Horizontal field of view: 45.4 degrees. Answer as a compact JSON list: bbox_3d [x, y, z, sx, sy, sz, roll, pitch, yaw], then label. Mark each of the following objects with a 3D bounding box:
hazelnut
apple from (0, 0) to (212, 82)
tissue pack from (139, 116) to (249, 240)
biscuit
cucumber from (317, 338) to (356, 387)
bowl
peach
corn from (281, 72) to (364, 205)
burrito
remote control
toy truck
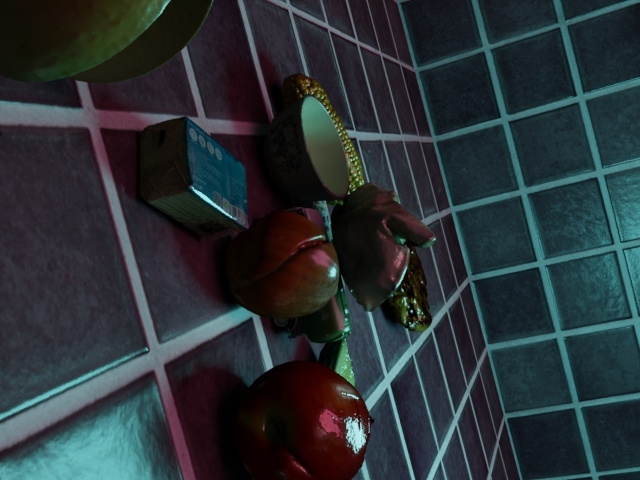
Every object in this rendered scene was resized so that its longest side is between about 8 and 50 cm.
[{"bbox_3d":[-0.060,0.046,1.193,0.182,0.182,0.182,-14,90,-71],"label":"hazelnut"},{"bbox_3d":[-0.245,-0.292,0.779,0.292,0.254,0.292,54,25,-40],"label":"apple"},{"bbox_3d":[-0.175,-0.083,1.077,0.169,0.082,0.120,38,41,-60],"label":"tissue pack"},{"bbox_3d":[0.208,0.085,2.037,0.289,0.081,0.334,17,57,-67],"label":"biscuit"},{"bbox_3d":[0.008,0.287,1.357,0.244,0.063,0.115,-70,147,-58],"label":"cucumber"},{"bbox_3d":[-0.036,-0.164,1.472,0.211,0.112,0.211,-17,90,-70],"label":"bowl"},{"bbox_3d":[-0.018,0.277,1.113,0.226,0.196,0.190,30,82,-61],"label":"peach"},{"bbox_3d":[0.008,-0.203,1.621,0.119,0.119,0.322,-66,138,-60],"label":"corn"},{"bbox_3d":[0.092,-0.002,1.397,0.135,0.190,0.332,44,6,-11],"label":"burrito"},{"bbox_3d":[0.000,0.000,1.565,0.087,0.047,0.244,4,72,-73],"label":"remote control"},{"bbox_3d":[-0.025,0.062,1.333,0.101,0.125,0.242,3,73,-69],"label":"toy truck"}]
